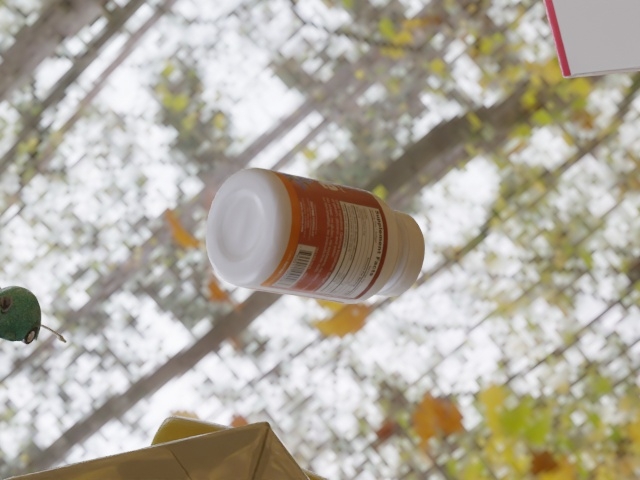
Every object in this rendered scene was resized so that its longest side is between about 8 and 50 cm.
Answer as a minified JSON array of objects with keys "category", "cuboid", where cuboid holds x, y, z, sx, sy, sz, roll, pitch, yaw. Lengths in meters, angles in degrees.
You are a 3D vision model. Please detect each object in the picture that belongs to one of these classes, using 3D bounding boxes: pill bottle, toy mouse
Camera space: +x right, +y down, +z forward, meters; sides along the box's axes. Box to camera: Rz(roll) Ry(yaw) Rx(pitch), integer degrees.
[{"category":"pill bottle","cuboid":[0.000,0.000,1.820,0.216,0.121,0.121,11,-138,-42]},{"category":"toy mouse","cuboid":[-0.220,0.031,1.149,0.143,0.031,0.161,22,-175,-27]}]

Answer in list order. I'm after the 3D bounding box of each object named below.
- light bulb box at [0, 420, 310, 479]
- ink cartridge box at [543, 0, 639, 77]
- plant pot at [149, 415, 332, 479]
[{"category":"light bulb box","cuboid":[-0.073,0.347,0.842,0.225,0.361,0.358,-8,-137,-37]},{"category":"ink cartridge box","cuboid":[0.223,-0.270,1.384,0.172,0.100,0.237,67,-156,-44]},{"category":"plant pot","cuboid":[-0.047,0.302,1.603,0.239,0.254,0.254,11,-155,3]}]
